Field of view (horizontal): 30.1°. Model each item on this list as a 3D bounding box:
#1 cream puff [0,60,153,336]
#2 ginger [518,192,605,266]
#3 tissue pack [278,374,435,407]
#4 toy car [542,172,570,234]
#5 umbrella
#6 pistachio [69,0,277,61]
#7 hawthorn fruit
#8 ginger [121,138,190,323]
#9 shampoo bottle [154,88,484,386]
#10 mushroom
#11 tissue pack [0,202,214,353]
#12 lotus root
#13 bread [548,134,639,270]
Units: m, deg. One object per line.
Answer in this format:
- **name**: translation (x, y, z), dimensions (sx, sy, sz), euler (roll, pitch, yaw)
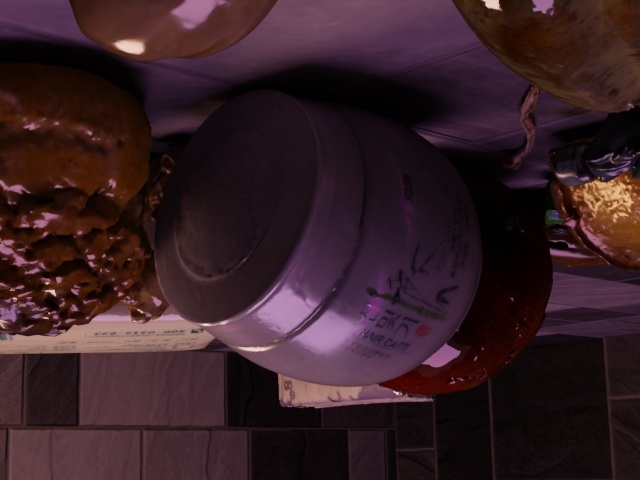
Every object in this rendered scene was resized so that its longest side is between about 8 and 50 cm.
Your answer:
- **cream puff**: translation (-0.293, -0.026, 1.109), dimensions (0.343, 0.231, 0.327), euler (-12, 162, 43)
- **ginger**: translation (0.313, -0.010, 1.605), dimensions (0.309, 0.107, 0.133), euler (-5, 155, 0)
- **tissue pack**: translation (0.061, 0.192, 2.260), dimensions (0.125, 0.242, 0.343), euler (8, 166, -44)
- **toy car**: translation (0.356, -0.047, 1.470), dimensions (0.165, 0.071, 0.062), euler (3, 160, 18)
- **umbrella**: translation (0.356, -0.111, 1.098), dimensions (0.143, 0.094, 0.349), euler (-1, 173, -37)
- **pistachio**: translation (-0.081, -0.173, 0.717), dimensions (0.185, 0.126, 0.108), euler (-14, -154, 38)
- **hawthorn fruit**: translation (0.126, 0.050, 1.435), dimensions (0.316, 0.316, 0.316), euler (-1, 169, 0)
- **ginger**: translation (-0.135, -0.004, 1.285), dimensions (0.137, 0.213, 0.074), euler (18, 162, -23)
- **shampoo bottle**: translation (0.000, 0.000, 1.159), dimensions (0.273, 0.273, 0.266), euler (-11, 157, 43)
- **mushroom**: translation (0.216, -0.119, 1.246), dimensions (0.026, 0.028, 0.286), euler (40, 173, 9)
- **tissue pack**: translation (-0.302, 0.027, 1.434), dimensions (0.380, 0.207, 0.297), euler (1, 167, -14)
- **lotus root**: translation (0.158, -0.162, 0.658), dimensions (0.173, 0.173, 0.309), euler (-6, 169, 23)
- **bread**: translation (0.381, -0.043, 1.331), dimensions (0.260, 0.147, 0.160), euler (8, 168, -40)
